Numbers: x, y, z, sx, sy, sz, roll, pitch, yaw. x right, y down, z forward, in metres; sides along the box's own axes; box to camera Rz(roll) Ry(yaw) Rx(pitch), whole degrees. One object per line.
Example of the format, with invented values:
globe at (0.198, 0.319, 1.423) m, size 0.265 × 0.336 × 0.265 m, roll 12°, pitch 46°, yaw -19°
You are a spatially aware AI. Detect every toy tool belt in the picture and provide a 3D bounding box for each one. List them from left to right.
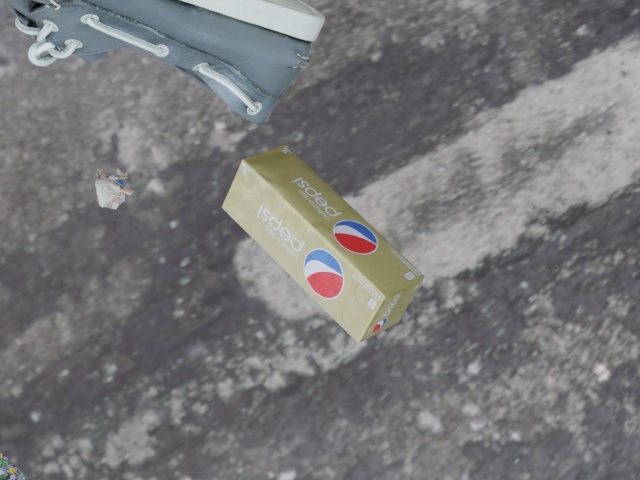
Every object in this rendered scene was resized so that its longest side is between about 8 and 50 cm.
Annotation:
toy tool belt at (-0.289, -0.075, 1.947) m, size 0.051 × 0.083 × 0.052 m, roll -10°, pitch 112°, yaw -4°

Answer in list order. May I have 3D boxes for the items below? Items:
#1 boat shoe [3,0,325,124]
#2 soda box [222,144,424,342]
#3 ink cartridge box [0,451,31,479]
boat shoe at (-0.147, -0.149, 0.900) m, size 0.116 × 0.319 × 0.099 m, roll 47°, pitch 120°, yaw 51°
soda box at (0.000, 0.000, 1.185) m, size 0.181 × 0.058 × 0.061 m, roll 44°, pitch 131°, yaw 21°
ink cartridge box at (-0.232, 0.170, 0.956) m, size 0.115 × 0.029 × 0.063 m, roll 34°, pitch 138°, yaw 34°
